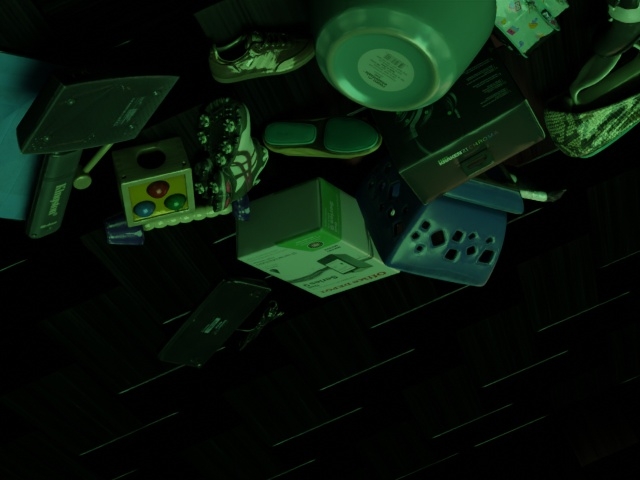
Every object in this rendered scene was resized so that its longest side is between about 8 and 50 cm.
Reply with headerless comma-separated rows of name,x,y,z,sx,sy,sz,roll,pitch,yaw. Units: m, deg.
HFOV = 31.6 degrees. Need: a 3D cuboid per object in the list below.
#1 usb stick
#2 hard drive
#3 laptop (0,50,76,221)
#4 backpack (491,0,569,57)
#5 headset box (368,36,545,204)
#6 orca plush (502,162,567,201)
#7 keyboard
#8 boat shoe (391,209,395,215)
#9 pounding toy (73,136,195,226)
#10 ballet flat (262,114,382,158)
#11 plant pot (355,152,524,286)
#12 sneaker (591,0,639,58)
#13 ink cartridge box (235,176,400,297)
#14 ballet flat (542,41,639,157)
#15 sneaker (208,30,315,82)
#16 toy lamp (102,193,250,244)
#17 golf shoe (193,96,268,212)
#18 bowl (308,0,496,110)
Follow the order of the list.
usb stick,-0.464,-0.093,1.967,0.077,0.045,0.278,-33,165,-36
hard drive,-0.359,-0.217,1.810,0.255,0.054,0.172,-17,155,-53
laptop,-0.568,-0.097,1.783,0.236,0.408,0.382,32,126,-11
backpack,0.308,-0.417,1.878,0.188,0.166,0.144,24,123,-37
headset box,0.222,-0.237,1.975,0.246,0.283,0.131,-30,145,11
orca plush,0.376,-0.147,2.345,0.287,0.151,0.102,11,98,-7
keyboard,-0.213,0.188,2.552,0.201,0.033,0.317,16,132,-34
boat shoe,0.123,-0.107,2.295,0.083,0.065,0.183,-11,144,-12
pounding toy,-0.335,-0.108,2.011,0.206,0.094,0.181,-14,146,-12
ballet flat,0.010,-0.185,2.058,0.232,0.080,0.073,7,166,22
plant pot,0.232,-0.077,2.144,0.236,0.236,0.212,13,124,-26
sneaker,0.547,-0.468,2.006,0.146,0.122,0.330,14,136,-16
ink cartridge box,0.000,0.000,2.279,0.211,0.121,0.289,-19,151,31
ballet flat,0.652,-0.339,2.208,0.483,0.164,0.182,-31,125,16
sneaker,-0.094,-0.316,1.882,0.188,0.066,0.071,-19,145,-5
toy lamp,-0.274,-0.043,2.153,0.275,0.080,0.080,-10,145,-16
golf shoe,-0.155,-0.171,2.044,0.120,0.105,0.273,-26,155,-27
bowl,0.112,-0.322,1.783,0.312,0.163,0.311,11,144,8
